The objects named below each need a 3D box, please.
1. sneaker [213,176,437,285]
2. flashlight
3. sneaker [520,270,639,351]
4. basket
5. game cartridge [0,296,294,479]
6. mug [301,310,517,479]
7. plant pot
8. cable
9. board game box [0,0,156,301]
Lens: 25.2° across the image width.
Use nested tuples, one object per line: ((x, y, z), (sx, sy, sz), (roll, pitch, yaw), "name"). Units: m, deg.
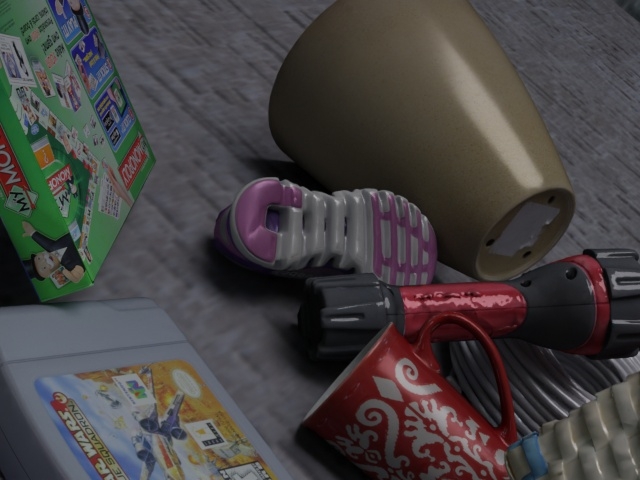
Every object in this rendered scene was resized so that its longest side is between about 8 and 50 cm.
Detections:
((0.000, 0.000, 1.335), (0.236, 0.104, 0.095), (12, 74, -32), "sneaker")
((0.140, 0.063, 1.271), (0.304, 0.103, 0.103), (-2, 38, -14), "flashlight")
((0.338, 0.114, 1.571), (0.286, 0.130, 0.109), (24, 11, 27), "sneaker")
((0.297, 0.200, 1.045), (0.201, 0.289, 0.255), (44, 31, -49), "basket")
((-0.119, 0.156, 0.986), (0.297, 0.062, 0.198), (49, 24, 24), "game cartridge")
((0.093, 0.153, 1.156), (0.169, 0.150, 0.113), (43, 33, 2), "mug")
((0.125, -0.093, 1.456), (0.256, 0.256, 0.274), (6, 37, -47), "plant pot")
((0.243, 0.143, 1.418), (0.257, 0.089, 0.257), (31, 26, -12), "cable")
((-0.212, -0.107, 1.135), (0.317, 0.046, 0.213), (-84, 154, -71), "board game box")
